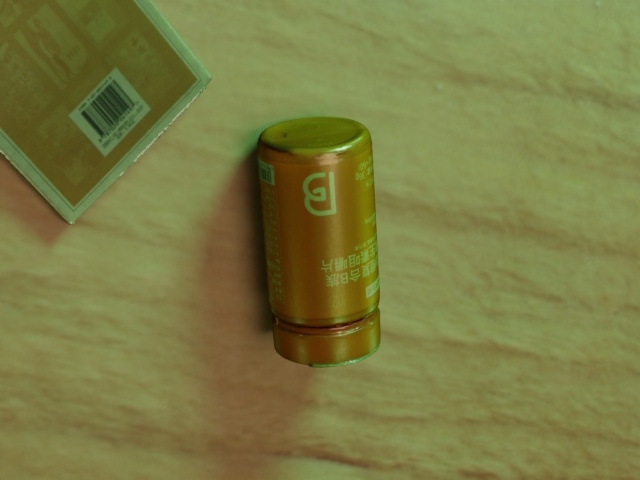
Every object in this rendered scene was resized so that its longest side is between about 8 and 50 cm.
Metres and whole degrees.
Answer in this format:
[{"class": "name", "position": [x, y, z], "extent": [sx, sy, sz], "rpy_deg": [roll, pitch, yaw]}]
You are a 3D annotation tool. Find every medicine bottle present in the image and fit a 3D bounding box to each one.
[{"class": "medicine bottle", "position": [0.000, 0.000, 1.470], "extent": [0.096, 0.096, 0.192], "rpy_deg": [-15, 114, -28]}]

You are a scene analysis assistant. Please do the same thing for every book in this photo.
[{"class": "book", "position": [-0.207, -0.148, 1.335], "extent": [0.170, 0.018, 0.241], "rpy_deg": [-47, 125, -11]}]
